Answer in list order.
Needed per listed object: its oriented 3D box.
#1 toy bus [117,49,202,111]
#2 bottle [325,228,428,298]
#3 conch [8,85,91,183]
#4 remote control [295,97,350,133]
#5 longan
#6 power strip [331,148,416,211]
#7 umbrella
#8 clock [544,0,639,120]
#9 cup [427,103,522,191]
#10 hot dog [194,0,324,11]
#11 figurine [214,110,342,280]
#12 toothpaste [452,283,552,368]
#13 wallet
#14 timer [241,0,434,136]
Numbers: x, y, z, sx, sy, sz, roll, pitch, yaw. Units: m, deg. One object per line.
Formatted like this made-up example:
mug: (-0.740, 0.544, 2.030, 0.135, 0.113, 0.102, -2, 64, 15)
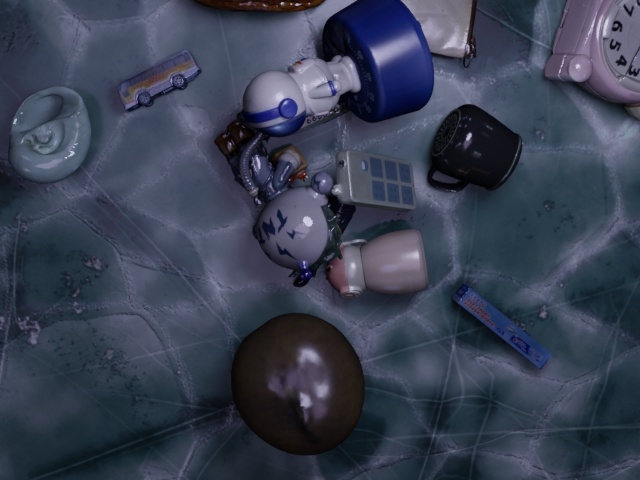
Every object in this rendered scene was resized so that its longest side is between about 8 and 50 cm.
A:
toy bus: (-0.360, -0.356, 1.886, 0.191, 0.064, 0.075, -26, 95, 0)
bottle: (0.125, 0.061, 1.964, 0.237, 0.147, 0.147, -9, 100, 4)
conch: (-0.594, -0.231, 1.857, 0.185, 0.121, 0.221, 37, 88, -6)
remote control: (0.016, -0.312, 1.937, 0.222, 0.042, 0.072, -26, 101, -1)
longan: (-0.049, 0.324, 1.912, 0.319, 0.319, 0.318, -1, 100, -5)
power strip: (0.125, -0.131, 1.890, 0.271, 0.046, 0.117, 4, 80, -48)
umbrella: (0.007, 0.003, 1.988, 0.071, 0.071, 0.248, 25, 103, -9)
clock: (0.712, -0.457, 1.911, 0.326, 0.184, 0.341, 14, 103, -12)
cup: (0.345, -0.194, 1.942, 0.177, 0.169, 0.223, 22, 132, -16)
hot dog: (-0.137, -0.623, 1.803, 0.388, 0.174, 0.266, 1, 102, -6)
figurine: (-0.087, -0.092, 1.885, 0.186, 0.261, 0.381, -25, 81, -34)
toothpaste: (0.440, 0.209, 2.051, 0.272, 0.066, 0.053, 39, 95, -10)
wallet: (0.248, -0.575, 1.906, 0.275, 0.068, 0.335, 7, 93, -10)
timer: (0.012, -0.330, 1.761, 0.384, 0.270, 0.270, -27, 101, -16)
